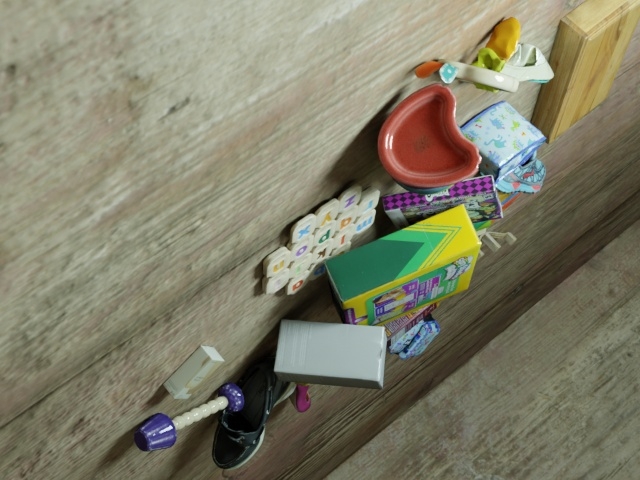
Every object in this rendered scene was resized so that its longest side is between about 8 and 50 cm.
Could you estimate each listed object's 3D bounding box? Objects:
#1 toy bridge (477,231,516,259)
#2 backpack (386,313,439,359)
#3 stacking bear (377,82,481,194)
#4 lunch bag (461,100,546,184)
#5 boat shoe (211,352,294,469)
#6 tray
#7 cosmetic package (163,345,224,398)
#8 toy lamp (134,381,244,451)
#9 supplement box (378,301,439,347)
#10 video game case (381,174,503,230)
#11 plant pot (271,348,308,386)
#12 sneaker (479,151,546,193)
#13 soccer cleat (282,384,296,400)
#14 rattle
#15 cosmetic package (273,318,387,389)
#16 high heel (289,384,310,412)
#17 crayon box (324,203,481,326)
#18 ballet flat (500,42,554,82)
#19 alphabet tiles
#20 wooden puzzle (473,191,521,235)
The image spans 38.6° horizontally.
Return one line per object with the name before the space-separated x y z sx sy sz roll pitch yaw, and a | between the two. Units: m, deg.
toy bridge | 0.493 0.005 2.649 0.188 0.063 0.026 -21 150 -42
backpack | 0.239 0.263 2.624 0.158 0.117 0.173 -51 155 19
stacking bear | 0.207 -0.159 1.701 0.164 0.175 0.289 -24 172 11
lunch bag | 0.381 -0.213 1.934 0.151 0.129 0.096 -39 164 -16
boat shoe | -0.180 0.409 2.137 0.340 0.127 0.113 -53 156 21
tray | 0.596 -0.397 2.048 0.203 0.076 0.411 -38 158 -14
cosmetic package | -0.255 0.266 1.842 0.115 0.041 0.060 -46 159 8
toy lamp | -0.282 0.380 1.968 0.275 0.080 0.080 -21 150 -50
supplement box | 0.214 0.183 2.436 0.188 0.104 0.081 -39 159 -10
video game case | 0.265 -0.071 1.956 0.232 0.042 0.210 -10 163 12
plant pot | -0.045 0.293 2.196 0.134 0.095 0.134 -36 159 -16
sneaker | 0.503 -0.185 2.247 0.262 0.104 0.125 -13 142 -53
soccer cleat | -0.142 0.395 2.268 0.196 0.068 0.076 -36 162 1
rattle | 0.265 -0.331 1.591 0.200 0.130 0.142 11 117 -33
cosmetic package | 0.025 0.252 2.021 0.107 0.238 0.127 76 22 -68
high heel | -0.039 0.375 2.388 0.117 0.082 0.244 -32 146 1
crayon box | 0.180 0.077 2.021 0.313 0.106 0.363 -23 162 -4
ballet flat | 0.385 -0.344 1.774 0.248 0.086 0.086 -19 148 -46
alphabet tiles | 0.000 0.000 1.815 0.284 0.021 0.278 -35 157 -21
wooden puzzle | 0.449 -0.087 2.420 0.221 0.044 0.238 -16 146 -49
